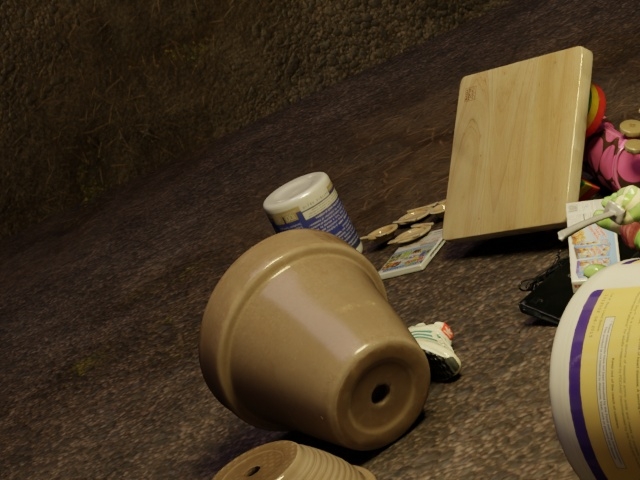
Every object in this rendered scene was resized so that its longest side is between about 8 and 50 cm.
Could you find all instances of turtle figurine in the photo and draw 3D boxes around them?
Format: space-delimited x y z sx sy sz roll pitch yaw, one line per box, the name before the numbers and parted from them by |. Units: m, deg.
turtle figurine | 0.335 0.036 1.864 0.275 0.197 0.266 -24 12 1

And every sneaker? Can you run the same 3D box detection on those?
sneaker | 0.146 0.133 2.101 0.075 0.057 0.161 -39 17 -18

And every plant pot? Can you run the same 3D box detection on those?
plant pot | -0.053 0.301 1.819 0.237 0.109 0.237 -25 18 9
plant pot | 0.015 0.143 2.010 0.263 0.263 0.229 -33 35 -20

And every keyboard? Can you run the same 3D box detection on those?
keyboard | 0.335 0.052 2.121 0.100 0.038 0.192 24 47 39

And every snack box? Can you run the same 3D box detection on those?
snack box | 0.356 0.005 2.127 0.064 0.022 0.178 -6 35 10

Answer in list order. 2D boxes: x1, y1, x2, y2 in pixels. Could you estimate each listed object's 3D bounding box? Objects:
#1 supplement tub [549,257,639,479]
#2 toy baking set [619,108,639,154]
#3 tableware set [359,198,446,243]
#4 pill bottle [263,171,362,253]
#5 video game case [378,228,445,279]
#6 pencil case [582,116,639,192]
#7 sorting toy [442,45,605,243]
supplement tub | 0.393 0.124 1.425 0.331 0.241 0.241 -7 26 49
toy baking set | 0.532 -0.134 2.254 0.197 0.030 0.256 -31 43 -33
tableware set | 0.149 -0.030 2.626 0.169 0.020 0.141 -33 15 -39
pill bottle | 0.000 0.000 2.500 0.112 0.186 0.112 -25 16 8
video game case | 0.146 0.020 2.522 0.087 0.011 0.122 -14 21 36
pencil case | 0.425 -0.128 2.370 0.095 0.098 0.209 -3 16 -13
sorting toy | 0.306 -0.125 2.363 0.255 0.089 0.257 -9 68 53
